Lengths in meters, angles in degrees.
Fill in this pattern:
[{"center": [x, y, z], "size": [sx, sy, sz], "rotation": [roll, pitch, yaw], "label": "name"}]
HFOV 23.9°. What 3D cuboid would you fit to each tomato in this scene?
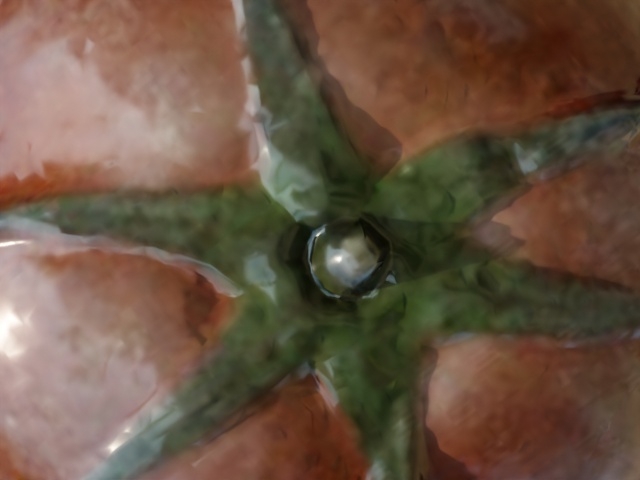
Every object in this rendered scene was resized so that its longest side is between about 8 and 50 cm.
[{"center": [0.000, 0.000, 0.505], "size": [0.265, 0.265, 0.265], "rotation": [32, -166, -9], "label": "tomato"}]
